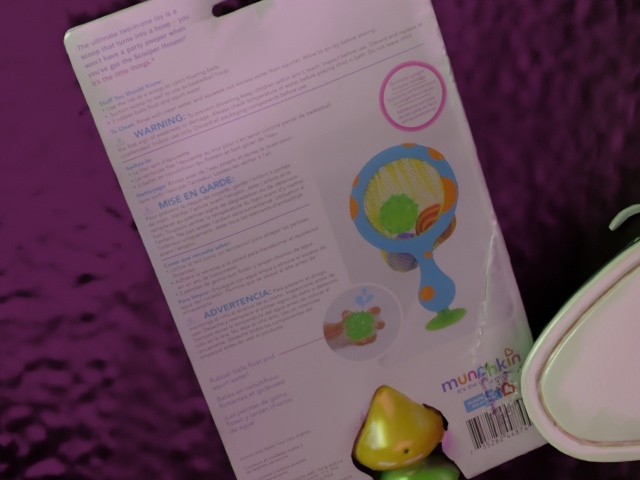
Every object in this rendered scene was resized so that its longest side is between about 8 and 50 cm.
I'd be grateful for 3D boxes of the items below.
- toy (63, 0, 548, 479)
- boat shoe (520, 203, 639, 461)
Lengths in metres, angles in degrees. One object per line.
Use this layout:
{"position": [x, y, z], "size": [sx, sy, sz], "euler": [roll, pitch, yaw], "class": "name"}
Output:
{"position": [0.000, 0.000, 0.637], "size": [0.137, 0.056, 0.237], "euler": [-22, 107, -8], "class": "toy"}
{"position": [0.188, 0.002, 0.652], "size": [0.254, 0.079, 0.095], "euler": [-37, 101, -3], "class": "boat shoe"}
